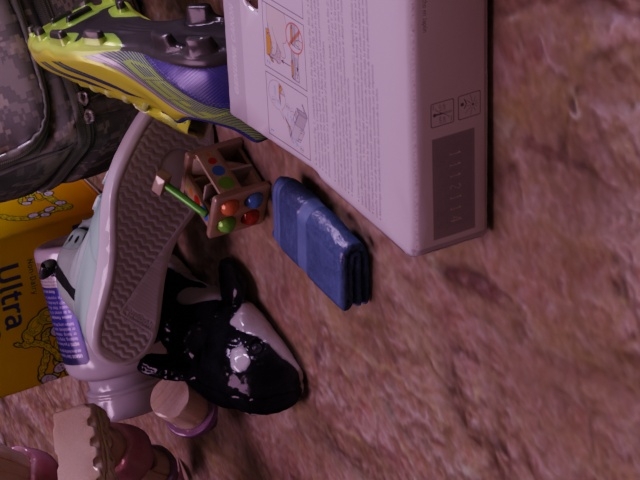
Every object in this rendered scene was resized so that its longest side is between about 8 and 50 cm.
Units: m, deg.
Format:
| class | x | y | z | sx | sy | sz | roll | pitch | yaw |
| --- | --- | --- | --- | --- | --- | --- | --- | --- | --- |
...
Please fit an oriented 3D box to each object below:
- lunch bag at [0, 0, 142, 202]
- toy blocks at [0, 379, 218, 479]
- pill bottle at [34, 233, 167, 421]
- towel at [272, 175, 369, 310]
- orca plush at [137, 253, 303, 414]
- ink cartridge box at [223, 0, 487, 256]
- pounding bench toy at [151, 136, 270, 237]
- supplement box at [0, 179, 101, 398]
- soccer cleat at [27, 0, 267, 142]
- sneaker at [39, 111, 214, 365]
| class | x | y | z | sx | sy | sz | roll | pitch | yaw |
| --- | --- | --- | --- | --- | --- | --- | --- | --- | --- |
| lunch bag | -0.312 | -0.180 | 1.719 | 0.212 | 0.256 | 0.305 | -26 | 83 | 66 |
| toy blocks | -0.158 | 0.309 | 1.807 | 0.260 | 0.309 | 0.288 | 43 | -149 | -59 |
| pill bottle | -0.215 | 0.083 | 1.873 | 0.112 | 0.112 | 0.186 | 5 | 110 | 64 |
| towel | 0.000 | 0.000 | 1.453 | 0.119 | 0.029 | 0.067 | 46 | 146 | 46 |
| orca plush | -0.127 | 0.080 | 1.692 | 0.287 | 0.102 | 0.151 | 51 | 149 | 39 |
| ink cartridge box | 0.017 | -0.175 | 1.247 | 0.261 | 0.066 | 0.296 | 41 | 141 | 50 |
| pounding bench toy | -0.093 | -0.038 | 1.560 | 0.065 | 0.083 | 0.052 | 58 | 152 | 30 |
| supplement box | -0.410 | 0.057 | 1.971 | 0.195 | 0.357 | 0.194 | 40 | 141 | 50 |
| soccer cleat | -0.144 | -0.136 | 1.529 | 0.289 | 0.093 | 0.121 | 13 | 132 | 45 |
| sneaker | -0.182 | -0.031 | 1.672 | 0.151 | 0.094 | 0.256 | 38 | 113 | 56 |
